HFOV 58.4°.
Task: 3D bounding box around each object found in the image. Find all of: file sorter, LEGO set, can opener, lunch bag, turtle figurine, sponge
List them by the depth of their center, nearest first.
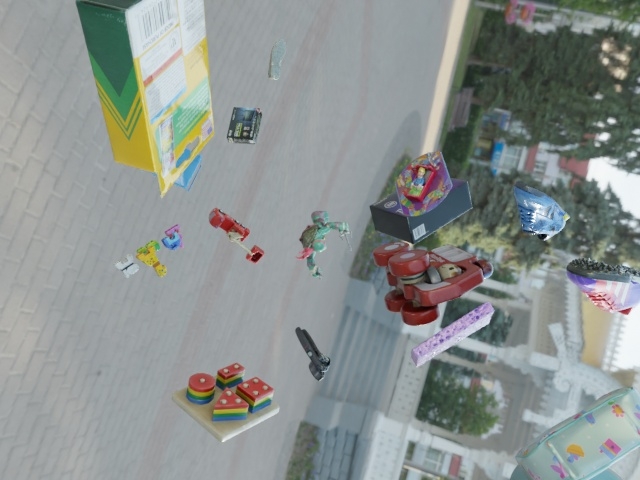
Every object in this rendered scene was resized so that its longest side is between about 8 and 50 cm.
[{"bbox_3d":[0.544,0.412,1.177,0.279,0.107,0.224,-31,155,-1],"label":"lunch bag"},{"bbox_3d":[0.305,0.219,1.327,0.210,0.031,0.117,-30,157,-5],"label":"sponge"},{"bbox_3d":[0.000,0.000,1.618,0.175,0.118,0.234,-48,-159,10],"label":"turtle figurine"},{"bbox_3d":[-0.029,0.324,1.694,0.073,0.186,0.059,-41,140,8],"label":"can opener"},{"bbox_3d":[-0.480,0.051,1.698,0.227,0.087,0.093,-37,114,-30],"label":"LEGO set"},{"bbox_3d":[-0.479,-0.244,1.836,0.104,0.171,0.118,134,-19,-80],"label":"file sorter"}]

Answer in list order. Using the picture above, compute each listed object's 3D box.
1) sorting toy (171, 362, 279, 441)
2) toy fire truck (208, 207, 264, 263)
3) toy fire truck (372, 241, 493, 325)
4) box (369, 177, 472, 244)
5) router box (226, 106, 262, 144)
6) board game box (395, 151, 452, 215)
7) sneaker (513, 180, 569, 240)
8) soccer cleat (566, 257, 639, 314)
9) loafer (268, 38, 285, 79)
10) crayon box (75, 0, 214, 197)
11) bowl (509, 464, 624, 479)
[{"bbox_3d":[-0.306,0.508,1.882,0.256,0.257,0.089,-13,121,-49],"label":"sorting toy"},{"bbox_3d":[-0.269,-0.017,1.811,0.047,0.192,0.135,-48,-155,14],"label":"toy fire truck"},{"bbox_3d":[0.290,0.083,1.457,0.302,0.254,0.169,-144,-142,-74],"label":"toy fire truck"},{"bbox_3d":[0.317,-0.106,1.809,0.261,0.184,0.103,-30,117,-25],"label":"box"},{"bbox_3d":[-0.248,-0.376,1.874,0.038,0.092,0.122,69,28,-66],"label":"router box"},{"bbox_3d":[0.221,-0.135,1.292,0.033,0.133,0.168,34,36,-37],"label":"board game box"},{"bbox_3d":[0.436,-0.053,1.161,0.209,0.069,0.082,26,104,-46],"label":"sneaker"},{"bbox_3d":[0.660,0.113,1.317,0.318,0.109,0.116,8,105,-40],"label":"soccer cleat"},{"bbox_3d":[-0.143,-0.567,1.794,0.045,0.039,0.125,8,97,-36],"label":"loafer"},{"bbox_3d":[-0.257,-0.256,0.904,0.322,0.083,0.203,95,15,-46],"label":"crayon box"},{"bbox_3d":[0.600,0.619,1.296,0.163,0.312,0.311,-56,-177,41],"label":"bowl"}]
